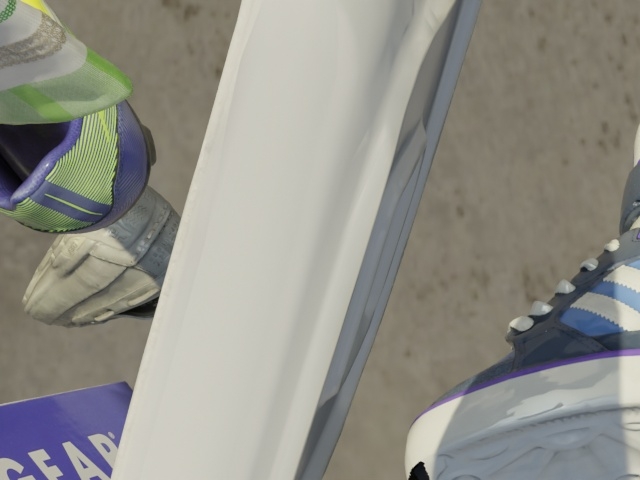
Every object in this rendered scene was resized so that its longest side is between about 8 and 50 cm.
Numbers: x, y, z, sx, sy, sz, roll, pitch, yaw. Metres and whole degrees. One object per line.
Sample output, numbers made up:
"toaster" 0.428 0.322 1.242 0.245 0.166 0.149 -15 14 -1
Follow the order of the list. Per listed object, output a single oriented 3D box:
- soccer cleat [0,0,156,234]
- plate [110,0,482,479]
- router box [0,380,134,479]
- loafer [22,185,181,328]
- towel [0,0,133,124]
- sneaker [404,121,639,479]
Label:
"soccer cleat" -0.196 -0.119 0.925 0.093 0.121 0.289 -46 73 14
"plate" 0.000 0.000 0.565 0.045 0.278 0.277 18 114 5
"router box" -0.243 0.206 0.890 0.301 0.335 0.082 -43 78 15
"loafer" -0.177 0.030 1.541 0.111 0.112 0.319 33 163 -8
"towel" -0.141 -0.058 0.546 0.113 0.023 0.152 -7 161 26
"sneaker" 0.194 0.030 1.120 0.323 0.236 0.130 -16 136 6
